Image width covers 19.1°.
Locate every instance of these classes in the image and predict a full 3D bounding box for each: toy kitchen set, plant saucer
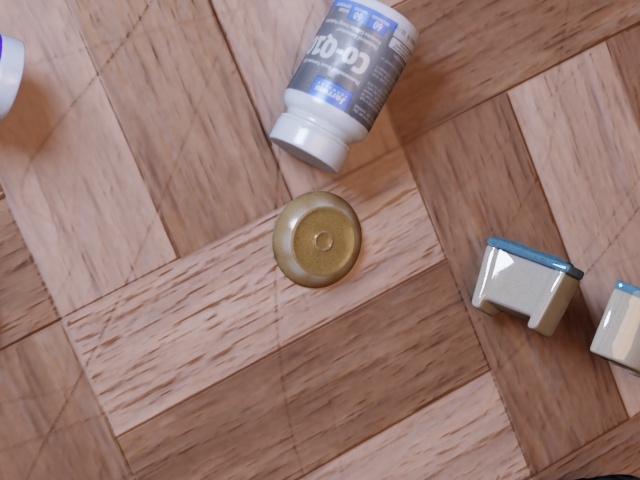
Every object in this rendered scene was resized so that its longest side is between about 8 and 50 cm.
[{"bbox_3d":[0.257,0.046,1.704,0.207,0.166,0.122,28,84,-61],"label":"toy kitchen set"},{"bbox_3d":[0.000,0.000,1.608,0.083,0.015,0.083,-3,97,-23],"label":"plant saucer"}]

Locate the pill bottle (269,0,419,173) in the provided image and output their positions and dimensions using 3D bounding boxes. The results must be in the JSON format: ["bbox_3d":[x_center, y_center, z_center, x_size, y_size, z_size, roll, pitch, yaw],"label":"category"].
[{"bbox_3d":[0.018,-0.129,1.567,0.078,0.078,0.137,31,83,-24],"label":"pill bottle"}]

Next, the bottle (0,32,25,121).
[{"bbox_3d":[-0.359,-0.156,1.389,0.283,0.092,0.118,15,89,-25],"label":"bottle"}]

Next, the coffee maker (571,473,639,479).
[{"bbox_3d":[0.229,0.314,1.688,0.171,0.120,0.178,-20,103,-20],"label":"coffee maker"}]
